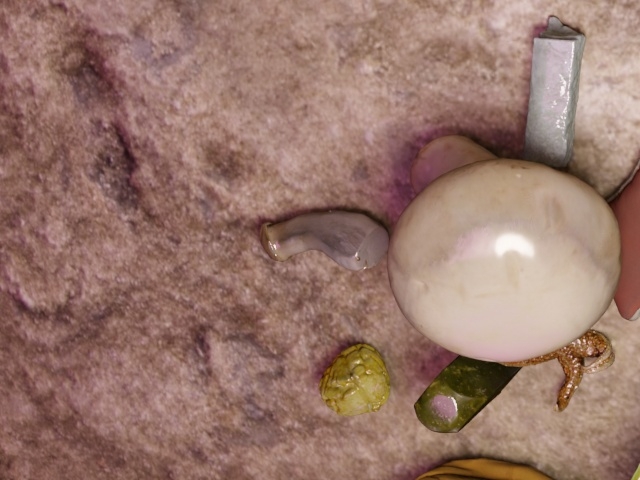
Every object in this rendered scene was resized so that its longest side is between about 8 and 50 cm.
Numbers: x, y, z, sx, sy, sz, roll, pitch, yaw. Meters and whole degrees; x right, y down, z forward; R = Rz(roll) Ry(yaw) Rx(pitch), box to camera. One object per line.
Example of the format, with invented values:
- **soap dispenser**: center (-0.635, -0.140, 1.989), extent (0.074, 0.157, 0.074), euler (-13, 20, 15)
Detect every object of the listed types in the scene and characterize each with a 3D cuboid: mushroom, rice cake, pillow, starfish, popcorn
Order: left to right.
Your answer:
- **mushroom**: center (-0.001, -0.005, 2.003), extent (0.223, 0.081, 0.092), euler (5, 90, 33)
- **popcorn**: center (0.060, 0.229, 2.040), extent (0.106, 0.116, 0.121), euler (27, 79, -11)
- **mushroom**: center (0.218, 0.018, 1.699), extent (0.356, 0.315, 0.315), euler (24, 118, 29)
- **starfish**: center (0.330, 0.147, 1.846), extent (0.146, 0.074, 0.190), euler (-42, 82, 25)
- **rice cake**: center (0.323, -0.198, 1.739), extent (0.069, 0.063, 0.207), euler (16, 115, 25)
- **pillow**: center (0.441, 0.000, 1.719), extent (0.179, 0.075, 0.171), euler (-49, 58, 44)

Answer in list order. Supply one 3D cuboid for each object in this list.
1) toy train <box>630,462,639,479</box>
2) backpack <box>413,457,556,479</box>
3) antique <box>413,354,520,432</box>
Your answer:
- **toy train**: center (0.466, 0.334, 1.669), extent (0.150, 0.237, 0.369), euler (28, 88, 19)
- **backpack**: center (0.253, 0.507, 1.905), extent (0.378, 0.201, 0.354), euler (8, 75, 31)
- **antique**: center (0.218, 0.214, 1.856), extent (0.080, 0.221, 0.081), euler (41, 123, 12)
